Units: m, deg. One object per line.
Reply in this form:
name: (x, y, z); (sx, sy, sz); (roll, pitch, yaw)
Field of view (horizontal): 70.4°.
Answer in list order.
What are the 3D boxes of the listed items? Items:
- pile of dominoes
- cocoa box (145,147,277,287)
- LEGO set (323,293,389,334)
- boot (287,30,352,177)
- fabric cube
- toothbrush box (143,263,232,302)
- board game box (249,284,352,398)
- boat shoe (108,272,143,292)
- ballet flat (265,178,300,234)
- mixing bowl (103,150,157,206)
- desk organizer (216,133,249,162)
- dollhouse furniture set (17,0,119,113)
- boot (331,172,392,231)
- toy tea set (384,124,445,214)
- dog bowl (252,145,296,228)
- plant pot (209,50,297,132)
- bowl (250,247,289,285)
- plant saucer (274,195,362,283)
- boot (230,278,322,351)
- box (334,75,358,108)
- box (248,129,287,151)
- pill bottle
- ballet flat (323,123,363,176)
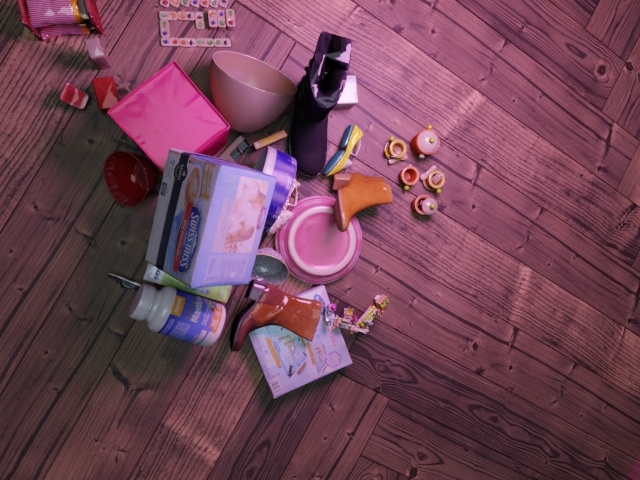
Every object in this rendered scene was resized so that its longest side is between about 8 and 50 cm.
pile of dominoes: (-0.422, -0.766, 1.550); (0.252, 0.040, 0.195); (-5, 94, -13)
cocoa box: (-0.317, -0.062, 1.320); (0.232, 0.228, 0.346); (3, 106, -55)
LEGO set: (0.158, 0.280, 1.663); (0.287, 0.107, 0.132); (-5, 88, -29)
boot: (-0.004, -0.402, 1.457); (0.146, 0.445, 0.366); (-3, 93, -13)
fabric cube: (-0.465, -0.358, 1.449); (0.254, 0.258, 0.259); (-41, 101, -9)
toothbrush box: (-0.424, 0.069, 1.549); (0.284, 0.122, 0.206); (18, 90, -14)
board game box: (-0.083, 0.366, 1.671); (0.318, 0.066, 0.318); (-21, 97, -11)
boat shoe: (-0.660, 0.146, 1.538); (0.125, 0.046, 0.038); (26, 82, -21)
ballet flat: (-0.125, -0.123, 1.600); (0.077, 0.091, 0.240); (20, 70, -15)
mixing bowl: (-0.605, -0.210, 1.488); (0.182, 0.098, 0.181); (8, 111, 21)
desk organizer: (-0.307, -0.309, 1.596); (0.050, 0.047, 0.130); (44, 83, -14)
dollhouse furniture set: (-0.773, -0.587, 1.418); (0.202, 0.152, 0.373); (-14, 96, -12)
boot: (0.155, -0.142, 1.614); (0.212, 0.294, 0.104); (4, 136, -8)
toy tea set: (0.389, -0.265, 1.721); (0.200, 0.124, 0.335); (-26, 98, -11)
dog bowl: (-0.180, -0.175, 1.519); (0.104, 0.265, 0.264); (21, 88, -18)
plant pot: (-0.246, -0.473, 1.512); (0.285, 0.284, 0.190); (20, 123, -13)
bowl: (-0.193, 0.078, 1.611); (0.170, 0.080, 0.170); (2, 136, 2)
plant saucer: (0.000, 0.000, 1.665); (0.333, 0.084, 0.331); (-1, 94, -13)
boot: (-0.155, 0.297, 1.592); (0.281, 0.096, 0.263); (24, 78, -19)
box: (0.073, -0.537, 1.652); (0.101, 0.087, 0.101); (-6, 94, -13)
box: (-0.189, -0.348, 1.604); (0.136, 0.081, 0.028); (-28, 99, -10)
pill bottle: (-0.459, 0.236, 1.462); (0.272, 0.152, 0.152); (26, 87, -28)
ballet flat: (0.094, -0.319, 1.671); (0.077, 0.077, 0.230); (34, 75, -26)
